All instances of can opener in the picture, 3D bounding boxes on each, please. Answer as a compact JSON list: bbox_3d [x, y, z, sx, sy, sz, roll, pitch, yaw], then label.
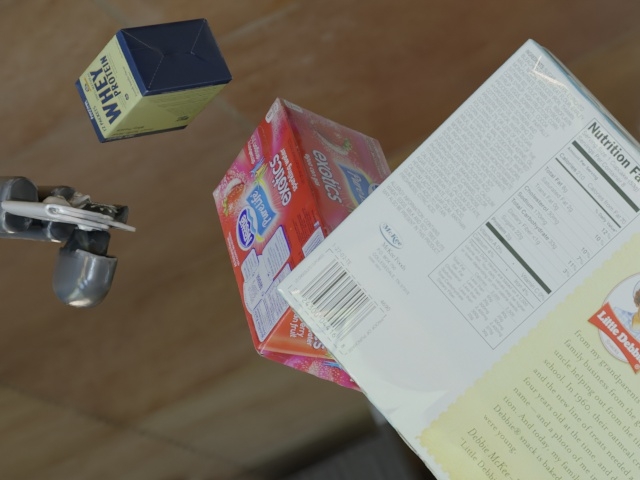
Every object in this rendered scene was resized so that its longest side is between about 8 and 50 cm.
[{"bbox_3d":[-0.233,-0.001,1.519,0.076,0.095,0.283,13,175,-29],"label":"can opener"}]

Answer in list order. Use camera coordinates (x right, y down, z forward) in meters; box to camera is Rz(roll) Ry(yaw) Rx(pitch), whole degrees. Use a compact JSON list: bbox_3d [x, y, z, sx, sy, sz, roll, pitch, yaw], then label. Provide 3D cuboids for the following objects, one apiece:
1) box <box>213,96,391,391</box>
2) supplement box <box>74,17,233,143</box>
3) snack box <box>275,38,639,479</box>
[{"bbox_3d":[0.000,0.000,1.754,0.123,0.257,0.128,23,117,-28],"label":"box"},{"bbox_3d":[-0.129,-0.124,1.476,0.083,0.056,0.083,-13,162,-38],"label":"supplement box"},{"bbox_3d":[0.150,0.078,0.950,0.187,0.322,0.060,-44,164,12],"label":"snack box"}]
